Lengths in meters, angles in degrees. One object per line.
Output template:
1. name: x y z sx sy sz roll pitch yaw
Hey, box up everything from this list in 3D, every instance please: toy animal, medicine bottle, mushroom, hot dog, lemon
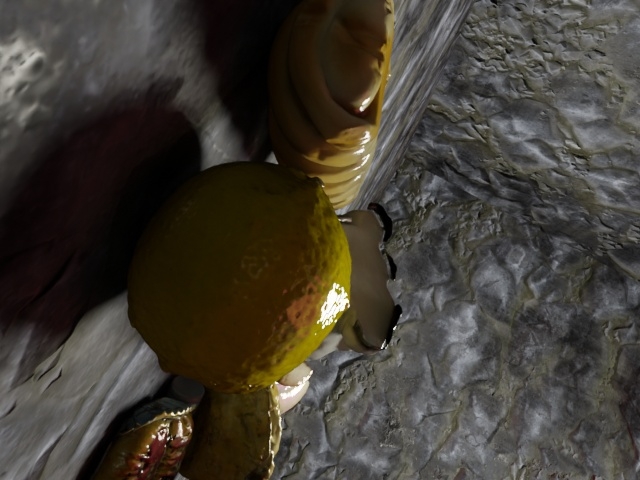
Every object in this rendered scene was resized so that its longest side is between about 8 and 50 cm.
1. toy animal: -0.055 0.106 0.693 0.357 0.194 0.258 -36 -179 43
2. medicine bottle: -0.236 0.277 0.768 0.091 0.058 0.058 -62 173 14
3. mushroom: -0.121 0.405 1.207 0.236 0.162 0.173 -24 -148 47
4. hot dog: -0.272 0.351 0.668 0.270 0.082 0.162 -61 161 -2
5. lemon: -0.069 0.030 0.428 0.231 0.192 0.192 -52 172 -7

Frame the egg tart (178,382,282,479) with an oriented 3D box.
1. egg tart: -0.188 0.331 0.829 0.116 0.295 0.294 15 109 -42

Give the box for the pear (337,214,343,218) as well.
1. pear: 0.051 0.032 1.268 0.228 0.188 0.211 -55 174 -20

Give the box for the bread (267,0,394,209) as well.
1. bread: 0.007 -0.136 0.524 0.311 0.121 0.172 95 5 -78
